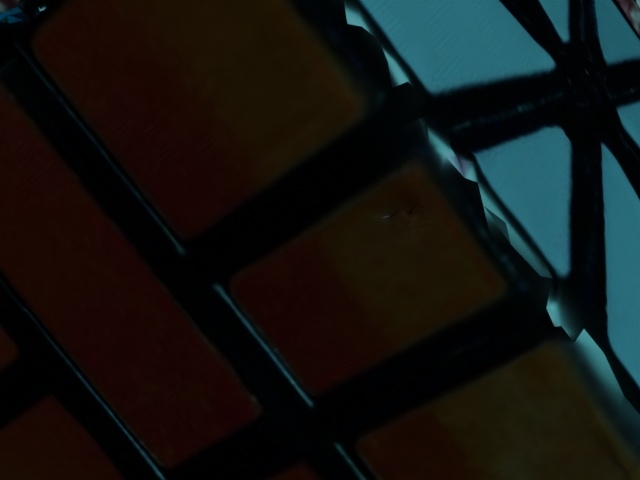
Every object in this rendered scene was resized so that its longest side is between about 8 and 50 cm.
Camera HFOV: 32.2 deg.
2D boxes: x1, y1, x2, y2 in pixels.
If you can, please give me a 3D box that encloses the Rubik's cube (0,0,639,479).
[{"bbox_3d":[0.000,0.000,0.492,0.293,0.283,0.288,54,32,-10],"label":"Rubik's cube"}]
